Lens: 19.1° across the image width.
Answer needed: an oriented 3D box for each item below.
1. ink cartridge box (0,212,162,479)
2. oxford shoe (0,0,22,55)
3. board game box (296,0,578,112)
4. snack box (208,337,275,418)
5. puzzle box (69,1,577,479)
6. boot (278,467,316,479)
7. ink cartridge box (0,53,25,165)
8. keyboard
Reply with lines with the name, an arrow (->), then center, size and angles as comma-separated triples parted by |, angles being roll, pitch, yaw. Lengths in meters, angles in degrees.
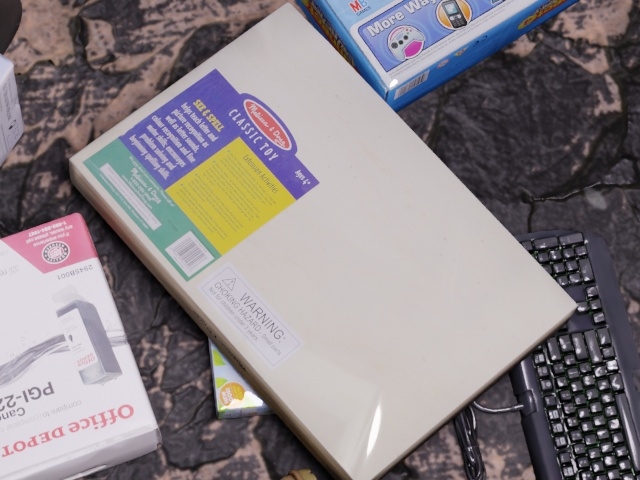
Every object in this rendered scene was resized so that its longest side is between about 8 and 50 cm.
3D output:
ink cartridge box -> -0.252, 0.106, 1.711 | 0.158, 0.092, 0.218 | -19, 77, -9
oxford shoe -> -0.370, -0.157, 1.806 | 0.076, 0.076, 0.212 | 21, 68, 29
board game box -> 0.103, -0.324, 1.864 | 0.308, 0.086, 0.302 | -31, 77, -12
snack box -> -0.054, 0.088, 1.754 | 0.100, 0.037, 0.141 | -6, 72, -5
puzzle box -> 0.000, 0.000, 1.742 | 0.272, 0.052, 0.409 | -37, 75, -18
boot -> -0.112, 0.311, 1.618 | 0.269, 0.089, 0.236 | -8, 46, -9
ink cartridge box -> -0.373, -0.019, 1.693 | 0.065, 0.186, 0.311 | 29, 74, 3
keyboard -> 0.205, 0.148, 1.755 | 0.201, 0.033, 0.317 | -11, 73, -6
